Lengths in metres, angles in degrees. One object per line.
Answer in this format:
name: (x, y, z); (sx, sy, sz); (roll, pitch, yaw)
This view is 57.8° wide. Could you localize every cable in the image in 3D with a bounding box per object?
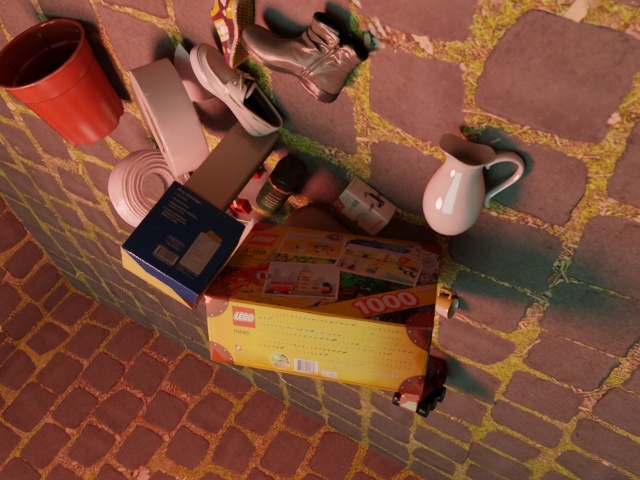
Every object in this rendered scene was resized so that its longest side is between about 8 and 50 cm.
cable: (-0.522, -0.157, 1.806); (0.089, 0.257, 0.257); (-1, 113, 45)

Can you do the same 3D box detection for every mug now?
mug: (0.349, 0.174, 1.633); (0.064, 0.078, 0.062); (23, -177, 36)

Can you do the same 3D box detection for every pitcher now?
pitcher: (0.309, -0.106, 1.197); (0.178, 0.125, 0.207); (13, 136, 7)

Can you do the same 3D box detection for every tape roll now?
tape roll: (-0.379, -0.307, 1.466); (0.286, 0.100, 0.286); (57, 164, 26)

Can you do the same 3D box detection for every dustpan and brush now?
dustpan and brush: (-0.324, -0.394, 1.474); (0.147, 0.060, 0.211); (50, 143, -3)

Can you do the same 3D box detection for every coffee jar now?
coffee jar: (-0.109, -0.149, 1.563); (0.079, 0.096, 0.184); (32, 152, -7)

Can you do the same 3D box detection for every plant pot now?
plant pot: (-0.709, -0.424, 1.622); (0.272, 0.272, 0.265); (18, 154, 27)

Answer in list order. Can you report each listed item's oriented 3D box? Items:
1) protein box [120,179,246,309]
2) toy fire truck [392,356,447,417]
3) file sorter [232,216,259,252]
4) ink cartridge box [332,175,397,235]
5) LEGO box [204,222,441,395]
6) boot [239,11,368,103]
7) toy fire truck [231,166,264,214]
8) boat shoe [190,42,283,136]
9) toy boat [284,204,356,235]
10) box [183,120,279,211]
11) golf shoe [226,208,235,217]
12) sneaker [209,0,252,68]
protein box: (-0.315, 0.012, 1.337); (0.200, 0.201, 0.136); (33, 153, -3)
toy fire truck: (0.329, 0.418, 1.911); (0.159, 0.217, 0.246); (17, 105, 29)
file sorter: (-0.302, 0.039, 1.718); (0.173, 0.192, 0.278); (10, 169, -15)
ink cartridge box: (0.112, -0.087, 1.471); (0.135, 0.056, 0.099); (37, 151, -4)
LEGO box: (0.026, 0.144, 1.410); (0.501, 0.372, 0.193); (7, 119, 10)
boot: (-0.031, -0.397, 1.154); (0.247, 0.083, 0.161); (32, 144, -6)
toy fire truck: (-0.220, -0.180, 1.590); (0.047, 0.135, 0.192); (12, 144, 34)
boat shoe: (-0.188, -0.351, 1.350); (0.088, 0.096, 0.267); (-5, 134, 43)
toy boat: (0.000, 0.000, 1.663); (0.231, 0.151, 0.151); (39, 180, -8)
box: (-0.222, -0.183, 1.443); (0.113, 0.275, 0.094); (36, 152, -3)
golf shoe: (-0.361, -0.119, 1.853); (0.140, 0.115, 0.306); (28, 149, 18)
sneaker: (-0.193, -0.457, 1.233); (0.084, 0.069, 0.185); (37, 146, 14)
